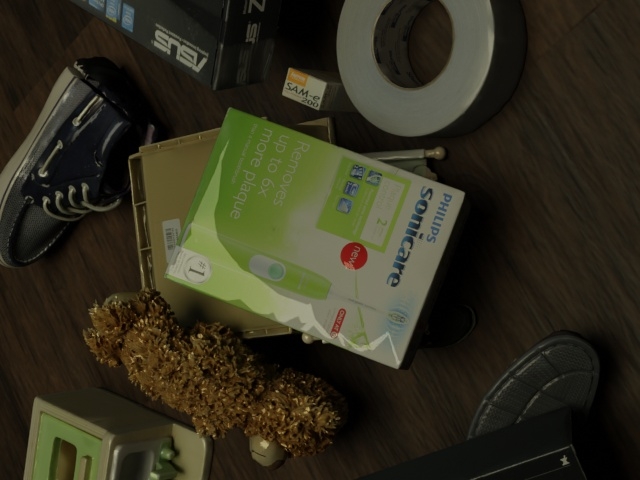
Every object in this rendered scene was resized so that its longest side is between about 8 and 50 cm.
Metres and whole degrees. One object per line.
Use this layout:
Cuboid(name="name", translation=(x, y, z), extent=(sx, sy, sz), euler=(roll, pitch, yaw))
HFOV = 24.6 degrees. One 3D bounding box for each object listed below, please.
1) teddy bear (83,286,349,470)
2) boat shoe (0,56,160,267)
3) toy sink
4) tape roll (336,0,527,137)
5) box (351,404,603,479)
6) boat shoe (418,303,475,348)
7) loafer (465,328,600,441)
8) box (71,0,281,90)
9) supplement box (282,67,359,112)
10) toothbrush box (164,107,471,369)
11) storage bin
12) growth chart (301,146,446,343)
Cuboid(name="teddy bear", translation=(-0.137, 0.173, 1.755), extent=(0.338, 0.113, 0.245), euler=(36, 146, -14))
Cuboid(name="boat shoe", translation=(-0.345, -0.073, 2.021), extent=(0.158, 0.127, 0.341), euler=(45, 118, 37))
Cuboid(name="toy sink", translation=(-0.280, 0.309, 1.982), extent=(0.234, 0.131, 0.153), euler=(18, 103, 37))
Cuboid(name="tape roll", translation=(0.124, -0.226, 1.672), extent=(0.219, 0.072, 0.219), euler=(2, 94, 39))
Cuboid(name="box", translation=(0.175, 0.309, 1.536), extent=(0.261, 0.103, 0.184), euler=(-21, 107, 15))
Cuboid(name="boat shoe", translation=(0.120, 0.103, 1.708), extent=(0.133, 0.042, 0.049), euler=(-15, 79, 37))
Cuboid(name="loafer", translation=(0.206, 0.217, 1.609), extent=(0.109, 0.095, 0.303), euler=(25, 109, -3))
Cuboid(name="box", translation=(-0.191, -0.402, 1.753), extent=(0.395, 0.097, 0.318), euler=(35, 127, 37))
Cuboid(name="supplement box", translation=(0.011, -0.178, 1.749), extent=(0.062, 0.098, 0.036), euler=(26, 108, 36))
Cuboid(name="toothbrush box", translation=(0.000, 0.000, 1.636), extent=(0.283, 0.122, 0.206), euler=(21, 88, 10))
Cuboid(name="storage bin", translation=(-0.105, -0.004, 1.835), extent=(0.260, 0.123, 0.262), euler=(-9, 86, 39))
Cuboid(name="growth chart", translation=(0.054, 0.005, 1.702), extent=(0.171, 0.021, 0.237), euler=(2, 82, 14))
